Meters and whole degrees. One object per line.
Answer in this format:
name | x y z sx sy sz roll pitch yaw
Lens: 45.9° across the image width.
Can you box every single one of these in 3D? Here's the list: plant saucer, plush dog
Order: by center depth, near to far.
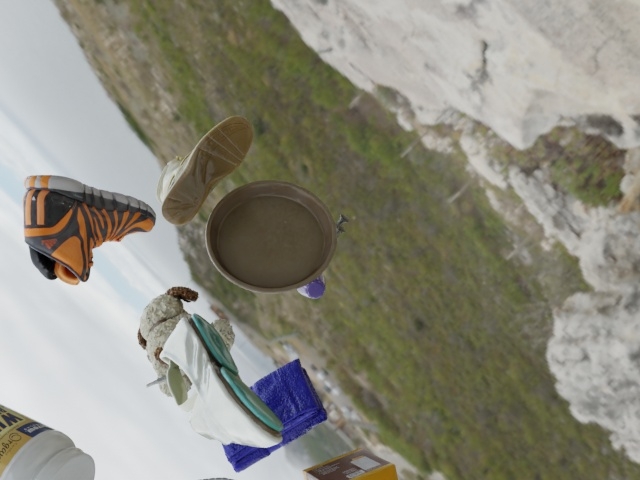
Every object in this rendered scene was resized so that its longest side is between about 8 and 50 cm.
plant saucer | -0.104 -0.006 1.603 0.278 0.278 0.041 42 156 19
plush dog | -0.385 0.240 1.925 0.210 0.262 0.225 28 -159 -52

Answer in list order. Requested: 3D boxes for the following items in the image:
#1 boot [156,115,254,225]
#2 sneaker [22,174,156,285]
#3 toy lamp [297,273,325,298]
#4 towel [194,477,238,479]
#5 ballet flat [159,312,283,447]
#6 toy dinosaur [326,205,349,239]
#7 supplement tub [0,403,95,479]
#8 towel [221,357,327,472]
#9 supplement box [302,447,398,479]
boot | -0.255 -0.163 1.609 0.095 0.262 0.203 35 -178 -22
sneaker | -0.432 -0.003 1.401 0.125 0.180 0.321 -2 171 28
toy lamp | -0.045 0.082 1.943 0.080 0.080 0.275 51 177 -22
towel | -0.334 0.687 1.842 0.235 0.284 0.121 -81 -13 -73
ballet flat | -0.188 0.270 1.329 0.139 0.139 0.400 54 172 -34
toy dinosaur | 0.000 0.000 2.232 0.121 0.160 0.313 18 -141 -27
supplement tub | -0.672 0.490 1.622 0.316 0.228 0.228 18 159 17
towel | -0.154 0.492 2.163 0.227 0.308 0.076 58 177 38
supplement box | 0.086 0.677 2.054 0.194 0.191 0.129 -2 100 64
